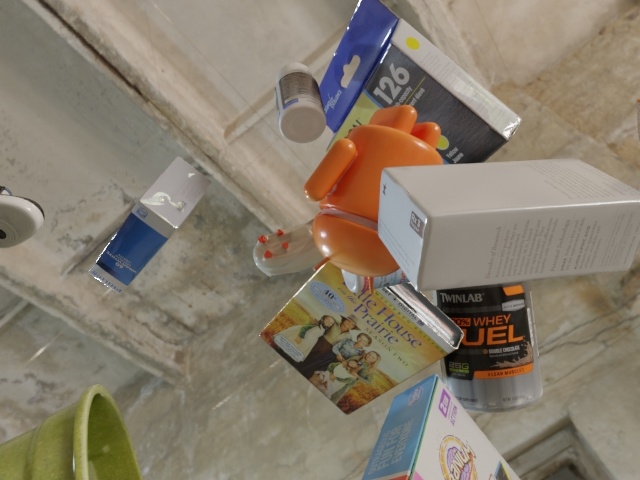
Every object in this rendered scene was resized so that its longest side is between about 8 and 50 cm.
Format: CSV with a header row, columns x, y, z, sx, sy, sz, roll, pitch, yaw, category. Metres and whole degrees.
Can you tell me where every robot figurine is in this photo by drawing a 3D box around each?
x,y,z,sx,sy,sz,roll,pitch,yaw,category
0.066,-0.052,0.630,0.219,0.128,0.158,-69,-21,-5,robot figurine

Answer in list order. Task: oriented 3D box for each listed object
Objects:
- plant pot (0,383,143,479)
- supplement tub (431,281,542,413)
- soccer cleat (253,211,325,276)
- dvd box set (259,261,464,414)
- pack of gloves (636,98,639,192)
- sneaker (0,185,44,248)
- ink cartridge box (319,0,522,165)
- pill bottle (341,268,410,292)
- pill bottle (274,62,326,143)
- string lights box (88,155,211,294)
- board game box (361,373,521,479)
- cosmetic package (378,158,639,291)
x,y,z,sx,sy,sz,roll,pitch,yaw,category
-0.323,0.320,0.525,0.254,0.276,0.276,-15,-48,-14,plant pot
0.352,0.177,1.126,0.207,0.207,0.338,-7,-91,-16,supplement tub
0.000,0.000,0.751,0.196,0.068,0.076,-17,-31,-2,soccer cleat
0.067,0.209,1.168,0.307,0.062,0.420,42,-46,1,dvd box set
0.451,-0.048,0.566,0.046,0.195,0.232,-54,-46,-25,pack of gloves
-0.455,-0.046,0.730,0.217,0.121,0.079,-11,-56,19,sneaker
0.121,-0.199,0.884,0.072,0.307,0.303,-51,-1,-29,ink cartridge box
0.119,0.031,0.865,0.160,0.087,0.087,-10,-49,-14,pill bottle
-0.037,-0.232,0.870,0.078,0.137,0.078,-6,-41,-5,pill bottle
-0.308,-0.020,0.934,0.077,0.133,0.260,39,-48,-15,string lights box
0.162,0.315,0.476,0.064,0.242,0.316,-39,-91,26,board game box
0.183,-0.021,0.515,0.231,0.117,0.085,-5,-61,-12,cosmetic package
